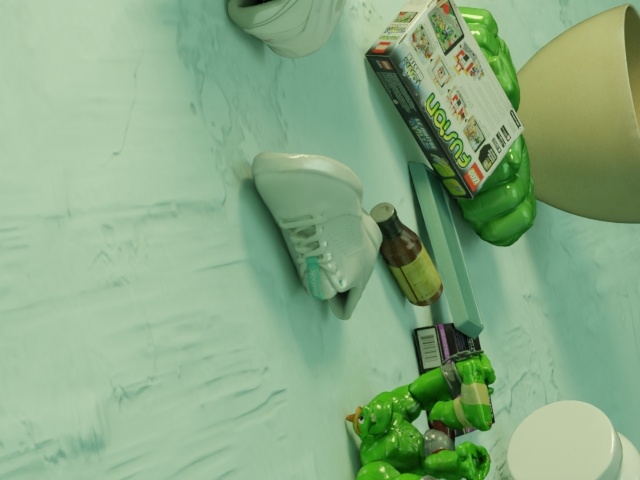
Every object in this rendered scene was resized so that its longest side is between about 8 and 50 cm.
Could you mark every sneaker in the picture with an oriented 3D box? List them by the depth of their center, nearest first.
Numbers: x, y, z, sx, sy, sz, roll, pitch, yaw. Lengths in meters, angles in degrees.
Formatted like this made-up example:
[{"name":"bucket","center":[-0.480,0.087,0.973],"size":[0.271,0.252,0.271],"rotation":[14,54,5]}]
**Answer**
[{"name":"sneaker","center":[-0.011,-0.270,1.565],"size":[0.115,0.090,0.232],"rotation":[11,97,-59]},{"name":"sneaker","center":[0.000,0.000,1.569],"size":[0.212,0.080,0.094],"rotation":[49,46,-57]}]

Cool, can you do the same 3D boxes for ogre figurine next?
[{"name":"ogre figurine","center":[0.089,0.178,1.637],"size":[0.097,0.118,0.197],"rotation":[50,32,-46]}]

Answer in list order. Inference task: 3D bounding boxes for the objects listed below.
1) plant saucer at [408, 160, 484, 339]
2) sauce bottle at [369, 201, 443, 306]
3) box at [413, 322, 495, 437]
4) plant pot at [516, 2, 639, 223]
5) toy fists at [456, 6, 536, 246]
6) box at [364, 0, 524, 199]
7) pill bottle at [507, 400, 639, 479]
[{"name":"plant saucer","center":[0.134,0.008,1.970],"size":[0.067,0.018,0.192],"rotation":[30,42,-64]},{"name":"sauce bottle","center":[0.083,0.012,1.829],"size":[0.128,0.042,0.042],"rotation":[62,25,-44]},{"name":"box","center":[0.140,0.142,1.936],"size":[0.162,0.029,0.116],"rotation":[0,79,-72]},{"name":"plant pot","center":[0.337,-0.147,2.412],"size":[0.284,0.191,0.284],"rotation":[-11,90,-70]},{"name":"toy fists","center":[0.187,-0.130,2.129],"size":[0.142,0.096,0.279],"rotation":[8,72,-68]},{"name":"box","center":[0.134,-0.156,1.968],"size":[0.114,0.036,0.207],"rotation":[-52,128,-26]},{"name":"pill bottle","center":[0.311,0.304,2.132],"size":[0.265,0.153,0.153],"rotation":[58,27,-46]}]
